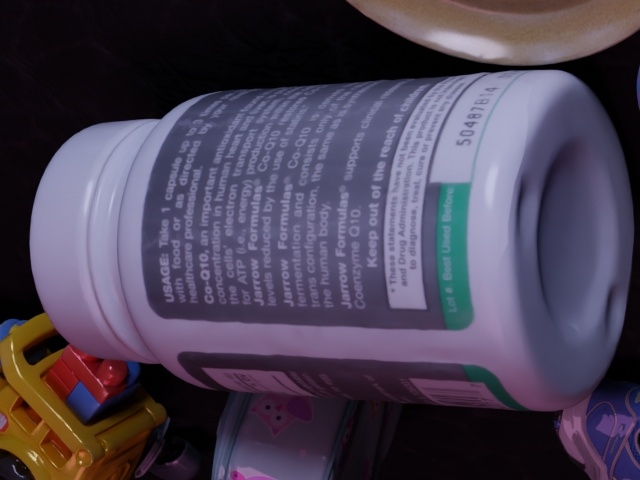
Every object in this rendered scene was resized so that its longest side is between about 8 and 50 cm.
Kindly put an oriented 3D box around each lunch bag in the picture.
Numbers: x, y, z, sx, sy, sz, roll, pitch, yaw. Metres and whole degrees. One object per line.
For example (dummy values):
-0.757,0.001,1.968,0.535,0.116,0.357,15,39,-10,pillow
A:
-0.012,0.161,1.148,0.108,0.224,0.279,15,146,14,lunch bag

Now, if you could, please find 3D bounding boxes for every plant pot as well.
0.085,-0.190,0.773,0.236,0.032,0.236,18,147,12,plant pot

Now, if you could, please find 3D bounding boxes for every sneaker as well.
0.260,0.185,1.136,0.081,0.080,0.211,-3,139,40,sneaker

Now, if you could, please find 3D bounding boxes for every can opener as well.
-0.228,0.250,1.547,0.095,0.076,0.283,40,145,-20,can opener

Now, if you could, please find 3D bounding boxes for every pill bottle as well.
0.000,0.000,0.933,0.361,0.204,0.204,0,140,32,pill bottle

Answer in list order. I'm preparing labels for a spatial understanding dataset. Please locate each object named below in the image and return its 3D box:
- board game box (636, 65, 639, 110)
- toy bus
0.264,-0.092,0.796,0.169,0.033,0.133,22,142,-5,board game box
-0.255,0.140,1.349,0.220,0.149,0.211,45,128,14,toy bus
